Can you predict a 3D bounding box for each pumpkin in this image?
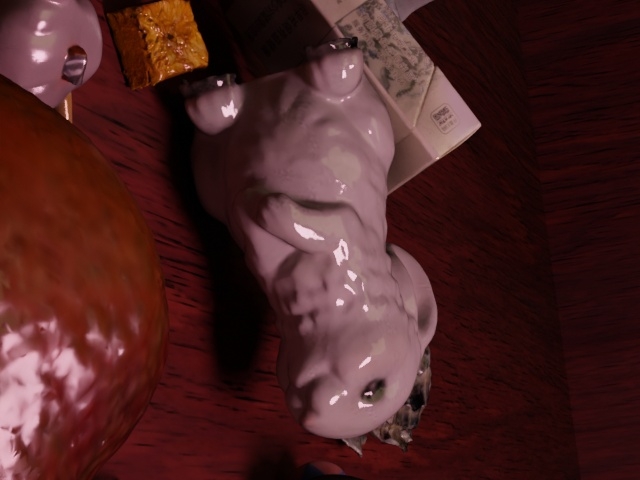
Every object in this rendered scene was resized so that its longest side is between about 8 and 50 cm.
[{"bbox_3d":[-0.144,-0.176,1.221,0.083,0.054,0.074,-27,103,-48],"label":"pumpkin"}]

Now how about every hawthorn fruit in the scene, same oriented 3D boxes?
[{"bbox_3d":[-0.246,0.006,0.569,0.369,0.285,0.284,43,35,-23],"label":"hawthorn fruit"}]

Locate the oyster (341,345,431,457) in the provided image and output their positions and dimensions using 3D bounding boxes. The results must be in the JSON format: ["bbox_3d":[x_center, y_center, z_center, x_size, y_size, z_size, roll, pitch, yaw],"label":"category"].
[{"bbox_3d":[0.040,0.086,1.492,0.162,0.158,0.350,-133,-149,-56],"label":"oyster"}]

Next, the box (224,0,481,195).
[{"bbox_3d":[0.028,-0.174,1.396,0.069,0.164,0.256,-39,92,-25],"label":"box"}]

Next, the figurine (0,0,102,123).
[{"bbox_3d":[-0.209,-0.167,0.947,0.112,0.137,0.228,-2,77,-38],"label":"figurine"}]

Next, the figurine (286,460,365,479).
[{"bbox_3d":[0.005,0.311,1.271,0.158,0.161,0.275,-63,-179,35],"label":"figurine"}]

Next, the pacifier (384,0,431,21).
[{"bbox_3d":[0.110,-0.325,1.711,0.288,0.269,0.343,-116,-177,-52],"label":"pacifier"}]

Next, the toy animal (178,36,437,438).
[{"bbox_3d":[0.000,0.000,1.296,0.258,0.194,0.357,-23,97,-74],"label":"toy animal"}]
